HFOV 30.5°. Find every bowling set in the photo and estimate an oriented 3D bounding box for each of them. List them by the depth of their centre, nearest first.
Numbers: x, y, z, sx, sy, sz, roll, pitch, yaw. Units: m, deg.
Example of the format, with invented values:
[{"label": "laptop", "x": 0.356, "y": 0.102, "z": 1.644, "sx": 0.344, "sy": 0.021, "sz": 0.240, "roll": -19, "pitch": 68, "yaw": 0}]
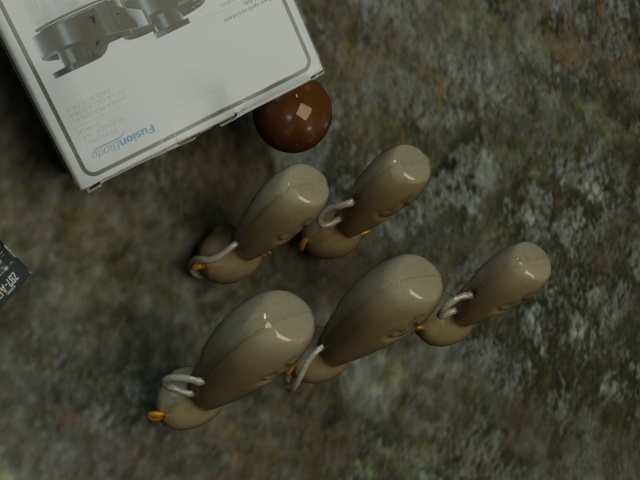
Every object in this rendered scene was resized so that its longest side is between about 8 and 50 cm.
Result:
[{"label": "bowling set", "x": 0.000, "y": 0.000, "z": 0.817, "sx": 0.287, "sy": 0.154, "sz": 0.200, "roll": -7, "pitch": 67, "yaw": -38}]

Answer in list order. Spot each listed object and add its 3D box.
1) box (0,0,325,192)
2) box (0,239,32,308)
[{"label": "box", "x": -0.135, "y": -0.194, "z": 0.687, "sx": 0.169, "sy": 0.087, "sz": 0.290, "roll": -29, "pitch": 108, "yaw": -12}, {"label": "box", "x": -0.220, "y": 0.026, "z": 0.689, "sx": 0.067, "sy": 0.018, "sz": 0.083, "roll": 51, "pitch": 60, "yaw": -27}]
